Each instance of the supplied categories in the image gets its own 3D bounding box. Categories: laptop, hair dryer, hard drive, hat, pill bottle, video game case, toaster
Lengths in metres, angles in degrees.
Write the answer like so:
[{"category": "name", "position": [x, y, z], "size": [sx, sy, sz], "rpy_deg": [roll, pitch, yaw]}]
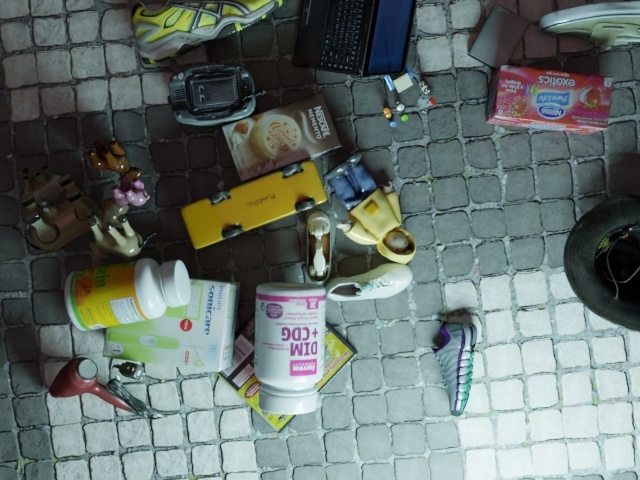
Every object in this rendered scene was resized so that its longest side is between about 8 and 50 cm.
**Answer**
[{"category": "laptop", "position": [0.078, -0.508, 1.804], "size": [0.265, 0.136, 0.234], "rpy_deg": [10, 92, 2]}, {"category": "hair dryer", "position": [-0.525, 0.364, 1.856], "size": [0.294, 0.080, 0.223], "rpy_deg": [5, 131, 19]}, {"category": "hard drive", "position": [0.421, -0.477, 1.848], "size": [0.094, 0.022, 0.135], "rpy_deg": [29, 93, 1]}, {"category": "hat", "position": [0.723, 0.064, 1.801], "size": [0.332, 0.134, 0.331], "rpy_deg": [-2, 77, 10]}, {"category": "pill bottle", "position": [-0.419, 0.112, 1.719], "size": [0.246, 0.136, 0.136], "rpy_deg": [-10, 92, 7]}, {"category": "pill bottle", "position": [-0.070, 0.242, 1.791], "size": [0.161, 0.160, 0.282], "rpy_deg": [1, 92, 2]}, {"category": "video game case", "position": [-0.093, 0.283, 1.890], "size": [0.248, 0.035, 0.275], "rpy_deg": [44, 92, 1]}, {"category": "toaster", "position": [-0.233, -0.335, 1.818], "size": [0.227, 0.146, 0.129], "rpy_deg": [-8, 92, 3]}]

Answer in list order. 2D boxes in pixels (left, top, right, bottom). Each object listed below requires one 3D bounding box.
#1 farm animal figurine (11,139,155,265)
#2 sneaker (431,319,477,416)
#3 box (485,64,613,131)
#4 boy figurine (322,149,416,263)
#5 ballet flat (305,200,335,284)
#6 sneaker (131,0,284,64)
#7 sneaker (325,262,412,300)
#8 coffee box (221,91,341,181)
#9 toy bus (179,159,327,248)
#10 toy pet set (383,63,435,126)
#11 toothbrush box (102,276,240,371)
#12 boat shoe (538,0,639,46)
[{"category": "farm animal figurine", "position": [-0.527, -0.054, 1.800], "size": [0.327, 0.330, 0.172], "rpy_deg": [-17, 136, 3]}, {"category": "sneaker", "position": [0.311, 0.301, 1.865], "size": [0.098, 0.083, 0.223], "rpy_deg": [7, 88, 23]}, {"category": "box", "position": [0.520, -0.320, 1.796], "size": [0.257, 0.128, 0.122], "rpy_deg": [7, 92, 2]}, {"category": "boy figurine", "position": [0.118, -0.060, 1.827], "size": [0.177, 0.092, 0.285], "rpy_deg": [-33, 93, -24]}, {"category": "ballet flat", "position": [0.000, 0.000, 1.859], "size": [0.072, 0.068, 0.213], "rpy_deg": [0, 92, 3]}, {"category": "sneaker", "position": [-0.257, -0.534, 1.803], "size": [0.385, 0.145, 0.147], "rpy_deg": [-21, 105, 2]}, {"category": "sneaker", "position": [0.115, 0.107, 1.845], "size": [0.212, 0.094, 0.080], "rpy_deg": [-14, 90, 2]}, {"category": "coffee box", "position": [-0.088, -0.241, 1.839], "size": [0.247, 0.098, 0.141], "rpy_deg": [-20, 91, 3]}, {"category": "toy bus", "position": [-0.154, -0.083, 1.832], "size": [0.333, 0.130, 0.108], "rpy_deg": [-20, 90, 3]}, {"category": "toy pet set", "position": [0.191, -0.353, 1.856], "size": [0.122, 0.065, 0.114], "rpy_deg": [-29, 125, 6]}, {"category": "toothbrush box", "position": [-0.346, 0.184, 1.836], "size": [0.284, 0.122, 0.206], "rpy_deg": [7, 88, 7]}, {"category": "boat shoe", "position": [0.655, -0.493, 1.798], "size": [0.303, 0.109, 0.094], "rpy_deg": [-6, 94, 0]}]
